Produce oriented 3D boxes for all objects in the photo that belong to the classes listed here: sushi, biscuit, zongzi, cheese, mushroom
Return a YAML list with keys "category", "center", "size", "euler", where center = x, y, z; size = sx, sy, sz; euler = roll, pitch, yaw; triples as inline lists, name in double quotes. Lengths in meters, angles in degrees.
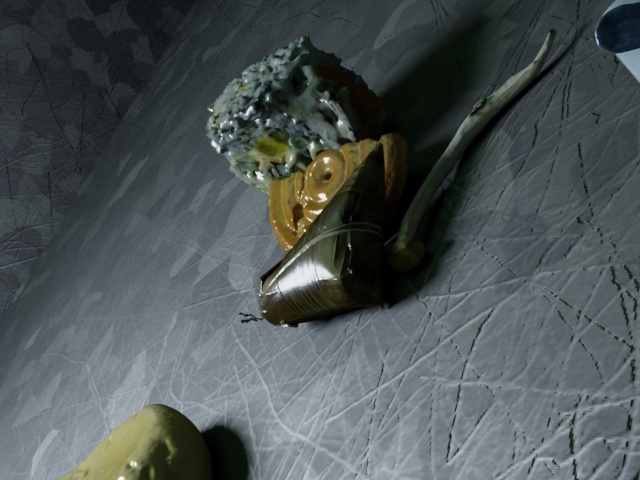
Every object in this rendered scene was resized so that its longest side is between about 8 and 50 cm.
- category: "sushi"
  center: [-0.027, -0.152, 1.120]
  size: [0.274, 0.184, 0.140]
  euler: [-23, 39, 44]
- category: "biscuit"
  center: [0.010, -0.038, 1.023]
  size: [0.224, 0.033, 0.145]
  euler: [-15, 67, 45]
- category: "zongzi"
  center: [0.000, 0.000, 0.959]
  size: [0.187, 0.084, 0.184]
  euler: [-21, 54, 46]
- category: "cheese"
  center: [-0.214, 0.283, 0.954]
  size: [0.214, 0.117, 0.226]
  euler: [-40, 22, 13]
- category: "mushroom"
  center: [0.155, -0.097, 0.913]
  size: [0.068, 0.043, 0.306]
  euler: [21, 73, 47]

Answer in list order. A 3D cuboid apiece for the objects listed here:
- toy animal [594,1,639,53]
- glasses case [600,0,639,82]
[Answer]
- category: "toy animal"
  center: [0.322, -0.168, 0.572]
  size: [0.255, 0.239, 0.176]
  euler: [-10, -5, -3]
- category: "glasses case"
  center: [0.295, -0.175, 0.756]
  size: [0.067, 0.045, 0.179]
  euler: [-42, 27, 22]
